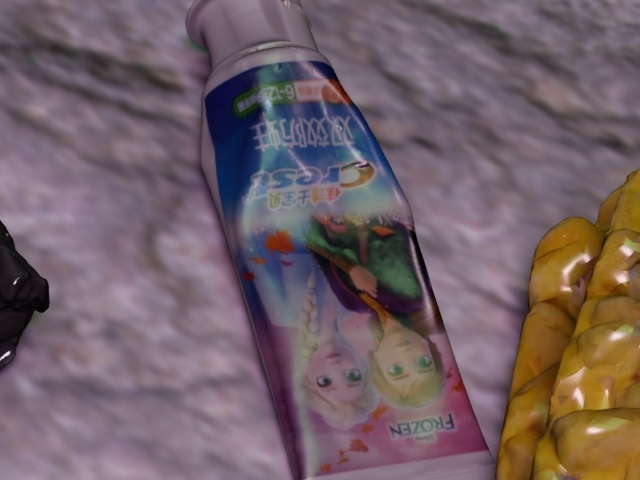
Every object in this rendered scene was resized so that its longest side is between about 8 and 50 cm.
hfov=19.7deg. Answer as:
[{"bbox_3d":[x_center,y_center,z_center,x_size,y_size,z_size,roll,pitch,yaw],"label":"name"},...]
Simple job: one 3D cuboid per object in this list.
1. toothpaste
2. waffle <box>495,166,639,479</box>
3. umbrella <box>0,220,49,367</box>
[{"bbox_3d":[0.000,0.000,0.830,0.096,0.061,0.266,-6,62,-23],"label":"toothpaste"},{"bbox_3d":[0.205,0.095,0.755,0.261,0.151,0.324,14,47,-1],"label":"waffle"},{"bbox_3d":[-0.192,-0.042,0.793,0.066,0.059,0.236,-41,63,7],"label":"umbrella"}]
